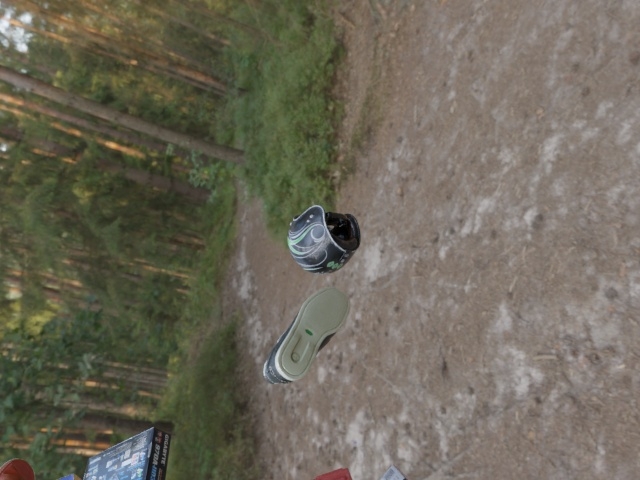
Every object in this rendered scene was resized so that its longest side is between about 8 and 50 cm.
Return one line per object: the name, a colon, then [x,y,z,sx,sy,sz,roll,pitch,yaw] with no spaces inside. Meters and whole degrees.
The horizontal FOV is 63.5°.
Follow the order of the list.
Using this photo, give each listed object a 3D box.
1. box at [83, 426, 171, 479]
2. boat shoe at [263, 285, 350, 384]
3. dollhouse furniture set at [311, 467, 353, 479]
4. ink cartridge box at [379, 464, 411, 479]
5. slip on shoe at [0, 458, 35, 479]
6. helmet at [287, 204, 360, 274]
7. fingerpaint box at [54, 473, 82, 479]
box: [-0.406,0.503,1.051,0.220,0.051,0.175,-30,40,22]
boat shoe: [-0.024,0.167,0.944,0.233,0.084,0.079,-48,1,-44]
dollhouse furniture set: [-0.055,0.780,1.377,0.152,0.374,0.201,-110,0,-57]
ink cartridge box: [0.290,0.628,1.066,0.069,0.371,0.176,-47,1,-11]
slip on shoe: [-0.718,0.611,1.213,0.101,0.123,0.331,-48,20,-8]
helmet: [0.000,0.000,1.255,0.161,0.169,0.169,-31,48,38]
fingerpaint box: [-0.777,0.906,1.329,0.163,0.371,0.444,85,161,-47]
